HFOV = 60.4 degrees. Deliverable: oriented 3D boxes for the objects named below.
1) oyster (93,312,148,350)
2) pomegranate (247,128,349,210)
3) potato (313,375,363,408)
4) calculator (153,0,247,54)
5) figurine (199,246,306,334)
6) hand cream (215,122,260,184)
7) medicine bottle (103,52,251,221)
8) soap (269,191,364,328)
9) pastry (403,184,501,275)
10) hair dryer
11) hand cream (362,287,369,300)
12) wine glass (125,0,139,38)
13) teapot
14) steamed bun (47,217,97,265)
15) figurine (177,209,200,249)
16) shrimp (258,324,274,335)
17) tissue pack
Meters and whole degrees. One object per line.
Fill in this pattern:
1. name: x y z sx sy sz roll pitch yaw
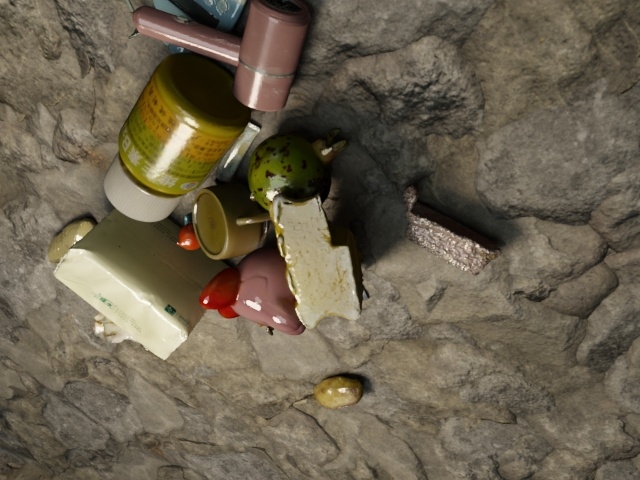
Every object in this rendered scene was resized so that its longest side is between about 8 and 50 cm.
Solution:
1. oyster: -0.621 0.238 1.777 0.271 0.100 0.275 -46 128 13
2. pomegranate: -0.051 -0.164 1.253 0.198 0.246 0.198 40 164 14
3. potato: 0.057 0.470 1.708 0.170 0.080 0.107 -27 103 31
4. calculator: -0.249 -0.517 1.144 0.188 0.042 0.302 37 128 -8
5. figurine: -0.146 0.118 1.444 0.261 0.211 0.269 14 167 9
6. hand cream: -0.213 -0.212 1.350 0.067 0.042 0.194 31 126 -3
7. medicine bottle: -0.346 -0.223 1.276 0.224 0.224 0.384 40 129 -10
8. soap: 0.000 0.000 1.293 0.169 0.338 0.304 -11 104 8
9. pastry: 0.281 -0.013 1.263 0.265 0.103 0.112 37 111 1
10. hair dryer: -0.211 -0.417 1.110 0.352 0.125 0.210 16 131 -8
11. hand cream: 0.013 0.160 1.531 0.235 0.055 0.086 -19 118 22
12. wine glass: -0.426 -0.540 1.172 0.079 0.079 0.195 -11 119 27
13. teapot: -0.197 -0.056 1.373 0.268 0.175 0.185 0 103 51
14. steamed bun: -0.756 0.052 1.704 0.212 0.110 0.231 -5 119 24
15. figurine: -0.332 -0.031 1.461 0.075 0.140 0.068 13 131 12
16. shrimp: -0.144 0.198 1.608 0.132 0.051 0.187 8 123 16
17. tissue pack: -0.474 0.094 1.506 0.380 0.297 0.207 39 130 -11
